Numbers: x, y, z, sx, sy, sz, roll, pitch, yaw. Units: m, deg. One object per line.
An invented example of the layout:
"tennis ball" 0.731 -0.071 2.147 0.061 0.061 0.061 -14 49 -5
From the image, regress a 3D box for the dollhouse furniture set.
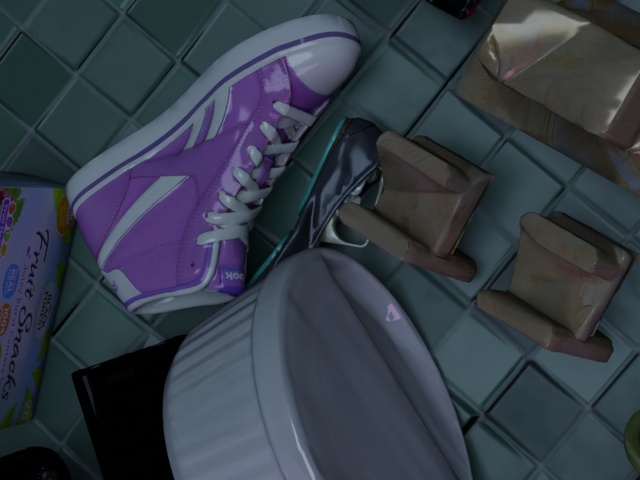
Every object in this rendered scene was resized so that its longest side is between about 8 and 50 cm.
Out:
"dollhouse furniture set" 0.293 -0.066 1.282 0.394 0.256 0.362 33 98 30

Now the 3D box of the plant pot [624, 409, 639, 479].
"plant pot" 0.345 0.269 1.244 0.276 0.276 0.254 5 105 12

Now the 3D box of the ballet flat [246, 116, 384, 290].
"ballet flat" 0.000 0.000 1.386 0.074 0.074 0.203 32 96 9

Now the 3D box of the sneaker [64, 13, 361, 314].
"sneaker" -0.059 -0.044 1.363 0.282 0.102 0.161 -37 64 21

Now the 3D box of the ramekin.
"ramekin" -0.004 0.150 1.300 0.127 0.273 0.273 -25 87 25

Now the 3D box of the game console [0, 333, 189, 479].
"game console" -0.205 0.221 1.363 0.361 0.044 0.213 -19 98 -19

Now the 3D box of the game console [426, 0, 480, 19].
"game console" 0.101 -0.257 1.348 0.085 0.124 0.144 27 99 -17

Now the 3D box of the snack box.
"snack box" -0.274 0.049 1.390 0.070 0.174 0.207 16 95 16
